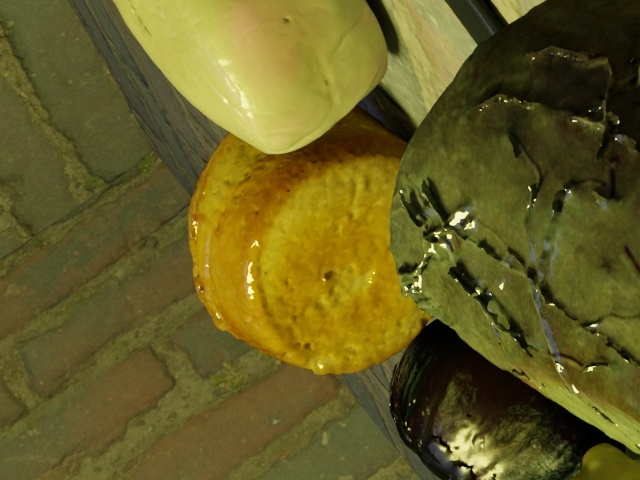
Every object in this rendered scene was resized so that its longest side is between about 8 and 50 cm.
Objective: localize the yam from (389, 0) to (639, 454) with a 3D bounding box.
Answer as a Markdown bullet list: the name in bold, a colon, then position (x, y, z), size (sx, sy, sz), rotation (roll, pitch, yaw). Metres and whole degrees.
- **yam**: position (0.182, 0.011, 0.738), size (0.271, 0.202, 0.201), rotation (54, 138, 46)

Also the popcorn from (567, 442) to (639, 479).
- **popcorn**: position (0.230, 0.281, 1.160), size (0.312, 0.312, 0.312), rotation (53, 172, 10)

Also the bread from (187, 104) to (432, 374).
- **bread**: position (0.000, 0.000, 1.623), size (0.145, 0.268, 0.268), rotation (36, 160, 55)

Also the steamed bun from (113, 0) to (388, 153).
- **steamed bun**: position (-0.059, -0.197, 1.423), size (0.239, 0.170, 0.152), rotation (47, 165, 14)

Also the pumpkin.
- **pumpkin**: position (0.168, 0.165, 1.602), size (0.233, 0.163, 0.233), rotation (46, 174, 6)

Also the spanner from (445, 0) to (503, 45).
- **spanner**: position (0.166, -0.067, 1.159), size (0.316, 0.024, 0.087), rotation (55, 171, 8)
